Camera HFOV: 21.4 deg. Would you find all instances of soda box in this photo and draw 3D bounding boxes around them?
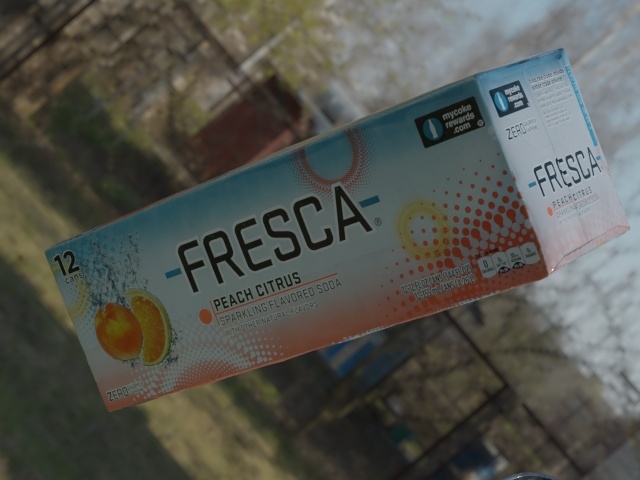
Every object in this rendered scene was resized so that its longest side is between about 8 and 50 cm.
[{"bbox_3d":[0.000,0.000,0.537,0.058,0.183,0.063,-24,94,-54],"label":"soda box"}]

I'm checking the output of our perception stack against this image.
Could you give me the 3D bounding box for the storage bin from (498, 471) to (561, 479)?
[{"bbox_3d":[0.070,0.176,0.536,0.122,0.084,0.180,-10,51,-40],"label":"storage bin"}]
